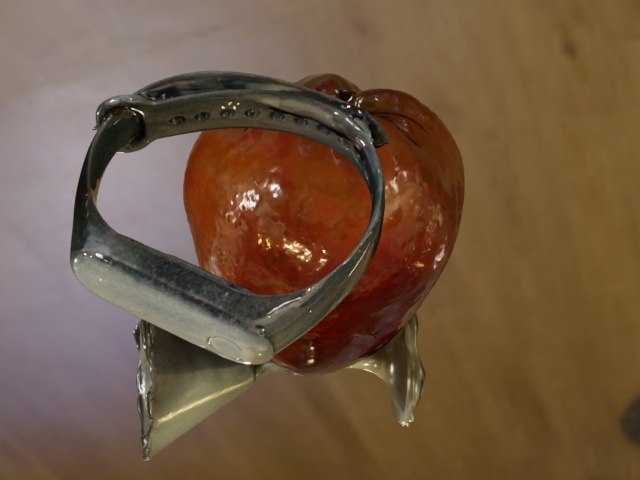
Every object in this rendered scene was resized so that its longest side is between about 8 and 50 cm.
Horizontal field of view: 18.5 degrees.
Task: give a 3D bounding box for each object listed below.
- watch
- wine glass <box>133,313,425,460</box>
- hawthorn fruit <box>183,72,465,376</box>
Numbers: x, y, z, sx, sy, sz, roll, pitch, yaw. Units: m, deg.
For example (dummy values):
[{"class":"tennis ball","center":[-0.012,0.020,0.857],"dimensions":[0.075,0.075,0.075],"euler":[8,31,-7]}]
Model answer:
[{"class":"watch","center":[-0.063,-0.027,1.299],"dimensions":[0.206,0.193,0.068],"euler":[24,153,9]},{"class":"wine glass","center":[-0.037,0.104,1.639],"dimensions":[0.232,0.156,0.156],"euler":[-2,153,-8]},{"class":"hawthorn fruit","center":[0.000,0.000,1.551],"dimensions":[0.224,0.224,0.261],"euler":[3,121,-9]}]
